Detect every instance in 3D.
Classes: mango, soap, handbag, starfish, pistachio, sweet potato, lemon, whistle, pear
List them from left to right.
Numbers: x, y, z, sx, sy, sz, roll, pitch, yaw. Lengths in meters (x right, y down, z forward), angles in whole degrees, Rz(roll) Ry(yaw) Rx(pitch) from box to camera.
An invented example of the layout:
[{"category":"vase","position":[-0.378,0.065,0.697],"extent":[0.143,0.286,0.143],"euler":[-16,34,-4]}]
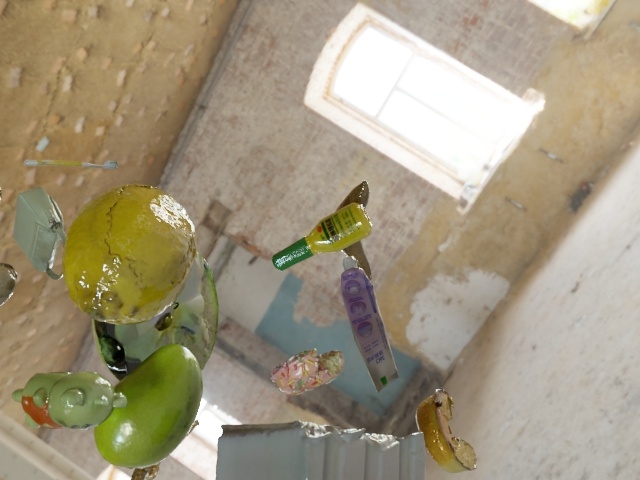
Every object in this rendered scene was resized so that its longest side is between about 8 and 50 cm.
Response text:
[{"category":"pistachio","position":[-0.804,0.111,1.455],"extent":[0.149,0.113,0.113],"euler":[-37,-12,-19]},{"category":"handbag","position":[-0.744,-0.003,1.650],"extent":[0.079,0.219,0.256],"euler":[-30,-12,-40]},{"category":"whistle","position":[-0.488,0.301,1.143],"extent":[0.131,0.288,0.106],"euler":[24,-117,-52]},{"category":"lemon","position":[-0.300,0.022,0.958],"extent":[0.260,0.204,0.204],"euler":[-75,9,-46]},{"category":"pear","position":[-0.453,0.200,1.593],"extent":[0.399,0.165,0.399],"euler":[10,-103,-54]},{"category":"mango","position":[-0.356,0.360,1.298],"extent":[0.273,0.185,0.149],"euler":[-44,-10,-18]},{"category":"starfish","position":[-0.450,0.596,1.663],"extent":[0.302,0.060,0.299],"euler":[-46,-2,-42]},{"category":"soap","position":[0.000,0.507,0.917],"extent":[0.350,0.213,0.435],"euler":[26,-120,-50]},{"category":"sweet potato","position":[0.084,-0.021,1.640],"extent":[0.079,0.108,0.346],"euler":[-40,-41,-34]}]

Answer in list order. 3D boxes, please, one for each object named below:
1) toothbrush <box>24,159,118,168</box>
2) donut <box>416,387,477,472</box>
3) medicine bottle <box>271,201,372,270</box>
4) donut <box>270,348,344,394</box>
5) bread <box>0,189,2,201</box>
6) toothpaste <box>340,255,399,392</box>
[{"category":"toothbrush","position":[-0.727,-0.228,1.791],"extent":[0.288,0.021,0.024],"euler":[-6,-51,-51]},{"category":"donut","position":[0.265,0.416,1.306],"extent":[0.078,0.181,0.146],"euler":[-28,-15,21]},{"category":"medicine bottle","position":[0.000,0.000,1.492],"extent":[0.260,0.095,0.064],"euler":[-28,-22,12]},{"category":"donut","position":[-0.043,0.392,1.790],"extent":[0.199,0.085,0.233],"euler":[-33,-24,23]},{"category":"bread","position":[-0.661,-0.048,0.942],"extent":[0.333,0.160,0.333],"euler":[-44,-38,-47]},{"category":"toothpaste","position":[0.095,0.161,1.250],"extent":[0.075,0.301,0.048],"euler":[-31,-37,22]}]
